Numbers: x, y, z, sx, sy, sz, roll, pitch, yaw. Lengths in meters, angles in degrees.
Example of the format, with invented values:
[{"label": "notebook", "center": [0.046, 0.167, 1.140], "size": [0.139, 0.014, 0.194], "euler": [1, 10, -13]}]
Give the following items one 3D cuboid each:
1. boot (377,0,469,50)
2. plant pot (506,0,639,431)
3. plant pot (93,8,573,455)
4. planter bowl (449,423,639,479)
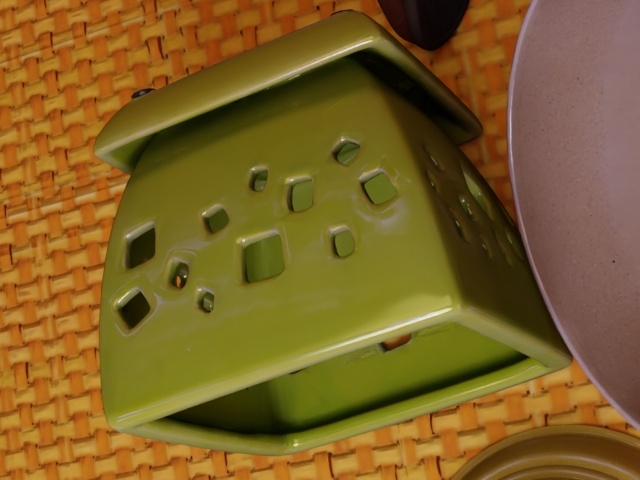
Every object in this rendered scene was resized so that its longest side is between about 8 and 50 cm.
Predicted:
[{"label": "boot", "center": [-0.037, -0.259, 0.932], "size": [0.280, 0.264, 0.096], "euler": [10, 46, 40]}, {"label": "plant pot", "center": [0.257, -0.041, 0.729], "size": [0.191, 0.284, 0.284], "euler": [-13, 75, -22]}, {"label": "plant pot", "center": [0.000, 0.000, 0.838], "size": [0.227, 0.228, 0.207], "euler": [-20, 71, 20]}, {"label": "planter bowl", "center": [0.144, 0.221, 0.819], "size": [0.217, 0.090, 0.217], "euler": [-3, 83, 23]}]
